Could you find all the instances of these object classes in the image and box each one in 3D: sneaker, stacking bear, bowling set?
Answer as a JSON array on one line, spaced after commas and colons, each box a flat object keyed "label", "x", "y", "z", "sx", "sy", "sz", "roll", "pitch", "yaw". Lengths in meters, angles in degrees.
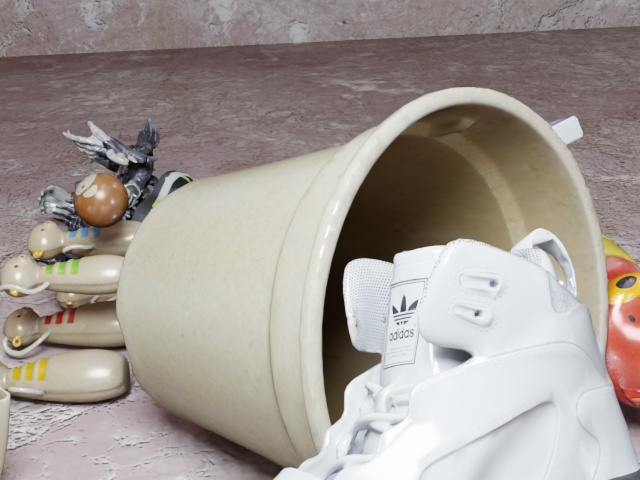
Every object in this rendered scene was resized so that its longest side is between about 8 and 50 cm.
[{"label": "sneaker", "x": 0.023, "y": 0.119, "z": 0.593, "sx": 0.365, "sy": 0.210, "sz": 0.137, "roll": -13, "pitch": 0, "yaw": -28}, {"label": "stacking bear", "x": 0.232, "y": 0.058, "z": 0.995, "sx": 0.175, "sy": 0.164, "sz": 0.289, "roll": -27, "pitch": 28, "yaw": -17}, {"label": "bowling set", "x": -0.259, "y": 0.027, "z": 1.109, "sx": 0.154, "sy": 0.200, "sz": 0.287, "roll": -3, "pitch": 16, "yaw": 3}, {"label": "sneaker", "x": -0.185, "y": -0.018, "z": 1.414, "sx": 0.097, "sy": 0.084, "sz": 0.235, "roll": 22, "pitch": 23, "yaw": -2}]

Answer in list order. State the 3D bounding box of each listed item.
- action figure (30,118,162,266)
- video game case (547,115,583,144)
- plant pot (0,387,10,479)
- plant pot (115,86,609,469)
[{"label": "action figure", "x": -0.291, "y": -0.074, "z": 1.421, "sx": 0.140, "sy": 0.164, "sz": 0.276, "roll": 23, "pitch": 28, "yaw": -6}, {"label": "video game case", "x": 0.124, "y": -0.069, "z": 1.154, "sx": 0.204, "sy": 0.025, "sz": 0.285, "roll": -26, "pitch": 8, "yaw": -14}, {"label": "plant pot", "x": -0.313, "y": 0.167, "z": 0.865, "sx": 0.109, "sy": 0.096, "sz": 0.109, "roll": -18, "pitch": 25, "yaw": -38}, {"label": "plant pot", "x": 0.008, "y": 0.057, "z": 0.868, "sx": 0.305, "sy": 0.334, "sz": 0.333, "roll": 2, "pitch": 18, "yaw": 46}]
